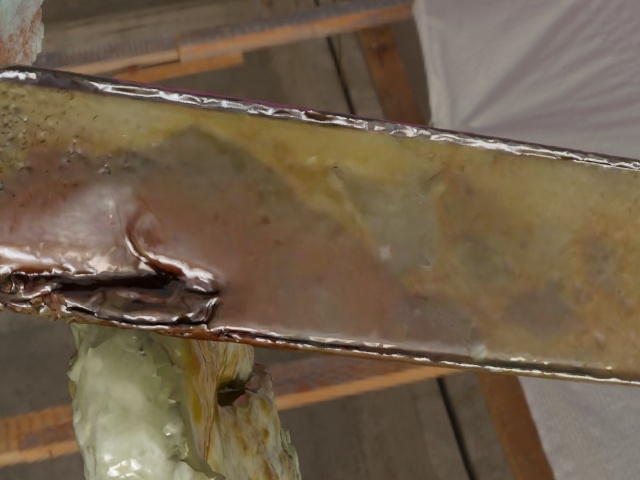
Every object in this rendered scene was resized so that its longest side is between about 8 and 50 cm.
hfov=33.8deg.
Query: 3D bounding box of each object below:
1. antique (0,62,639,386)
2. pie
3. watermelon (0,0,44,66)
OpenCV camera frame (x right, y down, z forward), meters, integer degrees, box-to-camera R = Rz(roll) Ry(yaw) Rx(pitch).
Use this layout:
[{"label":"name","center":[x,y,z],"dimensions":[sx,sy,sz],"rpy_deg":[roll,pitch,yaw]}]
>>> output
[{"label":"antique","center":[0.000,0.000,0.435],"dimensions":[0.310,0.087,0.093],"rpy_deg":[8,-97,-13]},{"label":"pie","center":[-0.061,0.111,0.595],"dimensions":[0.077,0.339,0.339],"rpy_deg":[-20,-132,-1]},{"label":"watermelon","center":[-0.337,-0.182,1.073],"dimensions":[0.094,0.241,0.154],"rpy_deg":[11,-140,-4]}]
